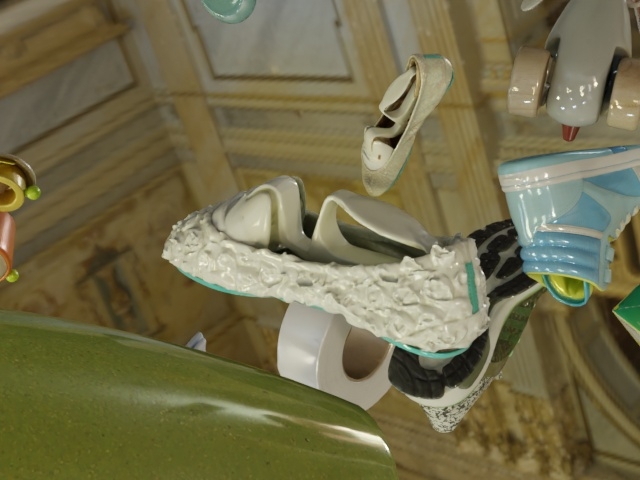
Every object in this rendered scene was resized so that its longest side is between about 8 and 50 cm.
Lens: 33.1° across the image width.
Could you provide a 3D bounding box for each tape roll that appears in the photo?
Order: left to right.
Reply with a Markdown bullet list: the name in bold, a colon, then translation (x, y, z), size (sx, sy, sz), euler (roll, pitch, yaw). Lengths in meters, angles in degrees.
- **tape roll**: translation (0.053, 0.170, 1.950), size (0.100, 0.286, 0.286), euler (21, -135, 38)

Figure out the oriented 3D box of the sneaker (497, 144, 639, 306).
- **sneaker**: translation (0.381, -0.022, 1.472), size (0.319, 0.208, 0.127), euler (-8, -179, -30)

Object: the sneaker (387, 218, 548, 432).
- **sneaker**: translation (0.254, 0.126, 1.648), size (0.158, 0.182, 0.410), euler (26, -121, 33)

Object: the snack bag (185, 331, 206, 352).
- **snack bag**: translation (-0.255, 0.362, 1.686), size (0.037, 0.342, 0.323), euler (19, -135, 21)

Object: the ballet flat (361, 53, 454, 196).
- **ballet flat**: translation (0.071, -0.117, 1.072), size (0.052, 0.168, 0.057), euler (6, -144, -36)

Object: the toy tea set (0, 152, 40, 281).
- **toy tea set**: translation (-0.564, -0.036, 1.486), size (0.336, 0.200, 0.124), euler (10, -135, -9)

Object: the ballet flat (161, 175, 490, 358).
- **ballet flat**: translation (0.000, 0.000, 1.133), size (0.409, 0.147, 0.147), euler (16, -139, 33)

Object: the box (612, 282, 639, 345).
- **box**: translation (0.326, 0.116, 0.902), size (0.043, 0.179, 0.105), euler (-44, -142, 0)

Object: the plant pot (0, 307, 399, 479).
- **plant pot**: translation (-0.112, 0.168, 0.619), size (0.294, 0.274, 0.275), euler (3, -164, -26)

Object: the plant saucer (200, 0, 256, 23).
- **plant saucer**: translation (-0.160, -0.415, 1.781), size (0.119, 0.119, 0.021), euler (-1, -158, 33)

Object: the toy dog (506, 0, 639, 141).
- **toy dog**: translation (0.338, -0.253, 1.316), size (0.220, 0.161, 0.333), euler (34, -106, 17)
